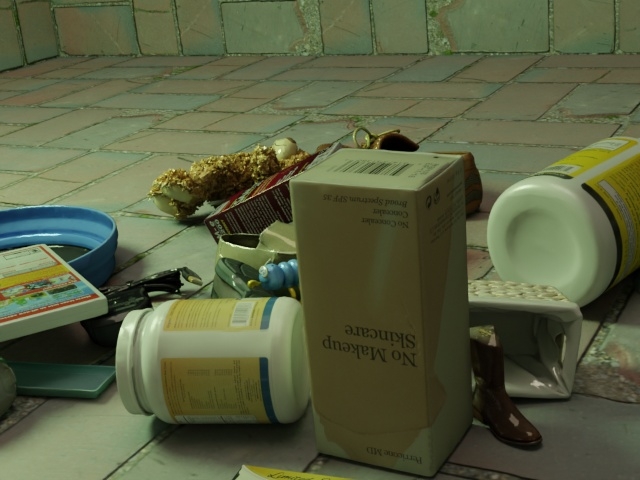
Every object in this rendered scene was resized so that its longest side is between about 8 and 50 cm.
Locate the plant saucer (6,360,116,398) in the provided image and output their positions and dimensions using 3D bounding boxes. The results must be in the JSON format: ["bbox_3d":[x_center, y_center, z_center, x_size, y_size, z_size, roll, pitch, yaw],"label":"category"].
[{"bbox_3d":[-0.357,0.180,1.283,0.192,0.018,0.067,-1,21,17],"label":"plant saucer"}]

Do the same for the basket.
[{"bbox_3d":[0.205,0.110,1.157,0.167,0.113,0.103,4,14,-1],"label":"basket"}]

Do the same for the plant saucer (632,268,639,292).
[{"bbox_3d":[0.534,0.043,1.379,0.195,0.037,0.195,-5,21,2],"label":"plant saucer"}]

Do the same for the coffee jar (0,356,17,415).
[{"bbox_3d":[-0.472,0.175,1.231,0.184,0.079,0.096,6,34,31],"label":"coffee jar"}]

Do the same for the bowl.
[{"bbox_3d":[-0.523,0.039,1.628,0.391,0.077,0.391,-6,20,2],"label":"bowl"}]

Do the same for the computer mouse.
[{"bbox_3d":[-0.250,0.098,1.424,0.184,0.060,0.262,-15,10,-13],"label":"computer mouse"}]

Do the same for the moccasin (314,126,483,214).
[{"bbox_3d":[0.130,-0.143,1.837,0.139,0.147,0.380,-19,24,-33],"label":"moccasin"}]

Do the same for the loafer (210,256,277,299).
[{"bbox_3d":[-0.090,0.109,1.345,0.096,0.084,0.267,20,13,-26],"label":"loafer"}]

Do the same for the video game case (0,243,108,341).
[{"bbox_3d":[-0.433,0.071,1.357,0.204,0.025,0.285,-14,21,-28],"label":"video game case"}]

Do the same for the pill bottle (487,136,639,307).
[{"bbox_3d":[0.402,-0.040,1.421,0.188,0.188,0.334,13,27,42],"label":"pill bottle"}]

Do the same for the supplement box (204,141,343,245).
[{"bbox_3d":[-0.065,-0.072,1.682,0.239,0.073,0.130,-25,13,22],"label":"supplement box"}]

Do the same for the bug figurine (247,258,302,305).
[{"bbox_3d":[0.050,0.079,1.282,0.216,0.072,0.279,-13,34,-32],"label":"bug figurine"}]

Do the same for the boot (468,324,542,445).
[{"bbox_3d":[0.193,0.152,1.062,0.037,0.114,0.106,-17,23,-30],"label":"boot"}]

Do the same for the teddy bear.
[{"bbox_3d":[-0.156,-0.122,1.846,0.338,0.113,0.245,-14,-13,-5],"label":"teddy bear"}]

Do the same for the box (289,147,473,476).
[{"bbox_3d":[0.069,0.071,1.031,0.148,0.311,0.121,5,22,28],"label":"box"}]

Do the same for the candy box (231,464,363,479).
[{"bbox_3d":[-0.040,0.285,0.828,0.159,0.071,0.233,2,21,21],"label":"candy box"}]

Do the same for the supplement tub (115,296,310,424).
[{"bbox_3d":[-0.119,0.138,1.144,0.199,0.144,0.144,-2,20,10],"label":"supplement tub"}]

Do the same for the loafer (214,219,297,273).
[{"bbox_3d":[-0.046,0.015,1.469,0.268,0.092,0.102,-11,13,21],"label":"loafer"}]
